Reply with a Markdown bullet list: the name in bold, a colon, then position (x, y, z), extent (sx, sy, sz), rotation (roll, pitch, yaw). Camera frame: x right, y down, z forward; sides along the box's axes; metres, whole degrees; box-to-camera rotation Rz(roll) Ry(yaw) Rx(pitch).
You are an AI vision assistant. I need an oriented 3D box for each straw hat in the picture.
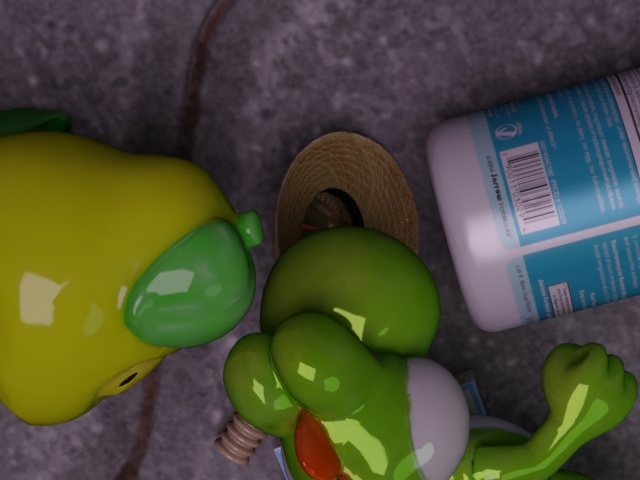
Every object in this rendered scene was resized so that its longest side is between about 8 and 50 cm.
- **straw hat**: position (0.000, 0.000, 1.225), extent (0.061, 0.144, 0.144), rotation (-7, 112, 48)

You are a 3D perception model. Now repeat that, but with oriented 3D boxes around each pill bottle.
- **pill bottle**: position (0.210, -0.039, 1.167), extent (0.264, 0.146, 0.146), rotation (-14, 106, 6)

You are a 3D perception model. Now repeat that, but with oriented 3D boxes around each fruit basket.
- **fruit basket**: position (-0.227, 0.043, 1.088), extent (0.392, 0.392, 0.283), rotation (17, 106, -4)

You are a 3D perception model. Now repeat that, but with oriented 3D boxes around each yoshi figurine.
- **yoshi figurine**: position (0.077, 0.113, 1.132), extent (0.203, 0.203, 0.362), rotation (-48, 130, 1)

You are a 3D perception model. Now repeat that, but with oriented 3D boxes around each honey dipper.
- **honey dipper**: position (-0.022, 0.090, 1.272), extent (0.030, 0.030, 0.161), rotation (32, 103, -8)

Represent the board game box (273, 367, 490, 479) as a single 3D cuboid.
- **board game box**: position (0.056, 0.167, 1.294), extent (0.154, 0.026, 0.103), rotation (-19, 105, 7)
